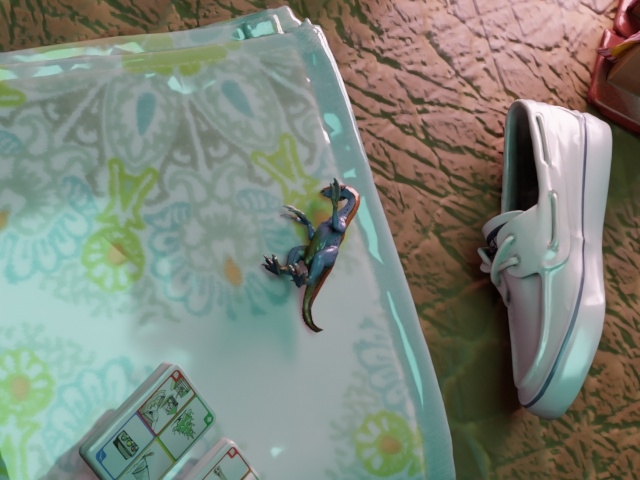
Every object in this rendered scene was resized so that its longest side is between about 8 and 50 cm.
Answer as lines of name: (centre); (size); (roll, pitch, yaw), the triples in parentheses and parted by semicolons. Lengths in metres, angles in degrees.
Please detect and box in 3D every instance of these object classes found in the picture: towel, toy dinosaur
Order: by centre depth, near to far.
toy dinosaur: (0.000, 0.000, 1.069); (0.082, 0.047, 0.090); (-35, 121, -37)
towel: (-0.100, 0.036, 1.075); (0.320, 0.090, 0.374); (-12, 77, -25)

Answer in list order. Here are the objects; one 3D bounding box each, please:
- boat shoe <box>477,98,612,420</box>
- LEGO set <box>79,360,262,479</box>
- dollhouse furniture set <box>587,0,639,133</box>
boat shoe: (0.158, 0.010, 1.209); (0.084, 0.095, 0.258); (18, 55, -14)
LEGO set: (-0.130, 0.214, 0.951); (0.244, 0.060, 0.182); (-47, 123, -23)
dollhouse furniture set: (0.203, -0.239, 1.257); (0.374, 0.201, 0.152); (26, 63, -8)
